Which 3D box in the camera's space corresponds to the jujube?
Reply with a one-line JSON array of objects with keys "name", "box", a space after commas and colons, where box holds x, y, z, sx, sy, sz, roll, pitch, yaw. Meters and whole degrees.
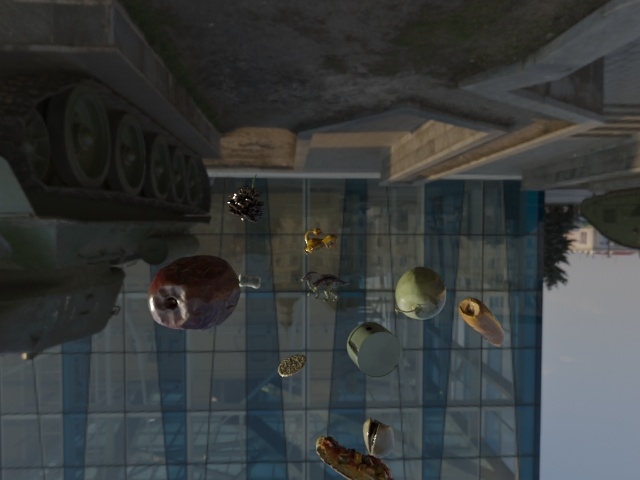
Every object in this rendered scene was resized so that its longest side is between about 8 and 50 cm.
[{"name": "jujube", "box": [-0.431, 0.182, 1.571, 0.277, 0.276, 0.377, 0, -170, 11]}]

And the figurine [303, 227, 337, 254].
[{"name": "figurine", "box": [0.001, -0.004, 2.216, 0.176, 0.122, 0.121, -12, -176, 22]}]

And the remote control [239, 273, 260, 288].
[{"name": "remote control", "box": [-0.394, 0.226, 2.487, 0.122, 0.074, 0.032, 9, 154, -19]}]

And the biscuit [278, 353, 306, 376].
[{"name": "biscuit", "box": [-0.132, 0.589, 2.109, 0.152, 0.020, 0.152, -21, -161, 8]}]

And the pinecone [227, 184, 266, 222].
[{"name": "pinecone", "box": [-0.251, -0.124, 1.523, 0.140, 0.120, 0.140, 23, 170, 4]}]

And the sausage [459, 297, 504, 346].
[{"name": "sausage", "box": [0.744, 0.379, 2.030, 0.134, 0.116, 0.354, 19, 162, 49]}]

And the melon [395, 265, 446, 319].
[{"name": "melon", "box": [0.509, 0.263, 2.263, 0.272, 0.271, 0.307, 0, -135, 4]}]

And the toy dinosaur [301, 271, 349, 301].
[{"name": "toy dinosaur", "box": [0.024, 0.276, 2.639, 0.295, 0.162, 0.077, 10, -177, -28]}]

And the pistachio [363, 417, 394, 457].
[{"name": "pistachio", "box": [0.266, 0.903, 2.051, 0.138, 0.237, 0.153, 4, -145, 27]}]

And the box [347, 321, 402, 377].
[{"name": "box", "box": [0.253, 0.516, 2.129, 0.226, 0.225, 0.149, 0, -170, -17]}]

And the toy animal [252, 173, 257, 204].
[{"name": "toy animal", "box": [-0.346, -0.214, 2.170, 0.075, 0.216, 0.041, -1, -172, -14]}]

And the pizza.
[{"name": "pizza", "box": [0.205, 0.845, 1.584, 0.406, 0.130, 0.439, 9, 147, 45]}]
